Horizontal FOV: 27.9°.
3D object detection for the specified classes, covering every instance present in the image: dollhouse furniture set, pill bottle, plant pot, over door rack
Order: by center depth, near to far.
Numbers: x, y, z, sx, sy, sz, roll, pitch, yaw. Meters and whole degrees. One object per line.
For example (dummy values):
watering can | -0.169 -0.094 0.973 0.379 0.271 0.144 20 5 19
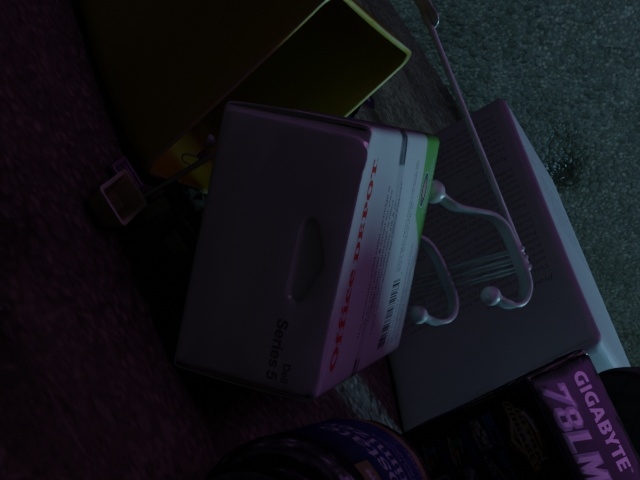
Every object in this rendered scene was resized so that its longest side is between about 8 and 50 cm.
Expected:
pill bottle | -0.009 0.181 0.824 0.123 0.122 0.219 64 15 11
dollhouse furniture set | -0.109 -0.031 0.957 0.091 0.081 0.114 58 15 -9
plant pot | -0.082 -0.179 1.121 0.187 0.212 0.212 52 12 18
over door rack | 0.065 -0.072 1.259 0.108 0.239 0.324 -10 85 -35

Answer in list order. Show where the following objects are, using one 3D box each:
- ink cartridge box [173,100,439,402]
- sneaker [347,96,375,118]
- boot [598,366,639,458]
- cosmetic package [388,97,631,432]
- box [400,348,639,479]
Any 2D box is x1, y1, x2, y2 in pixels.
ink cartridge box | 0.000 0.000 1.016 0.273 0.114 0.199 -9 111 -74
sneaker | -0.007 -0.171 1.516 0.153 0.099 0.282 53 14 -22
boot | 0.301 0.221 1.200 0.222 0.118 0.338 -33 135 -42
cosmetic package | 0.197 0.056 1.520 0.161 0.230 0.453 51 19 -35
box | 0.192 0.268 1.092 0.296 0.073 0.293 64 -28 10
